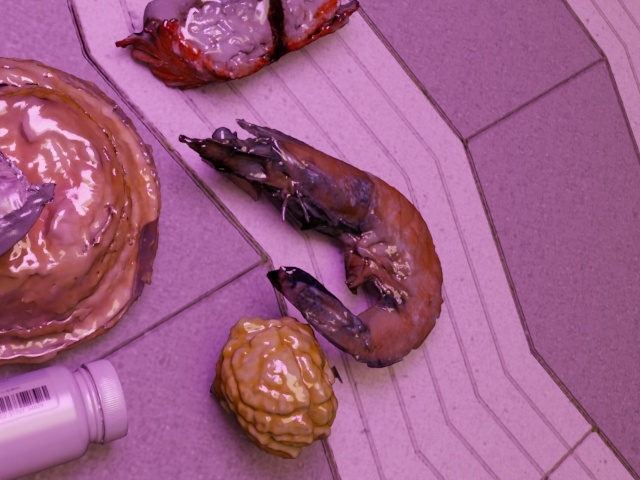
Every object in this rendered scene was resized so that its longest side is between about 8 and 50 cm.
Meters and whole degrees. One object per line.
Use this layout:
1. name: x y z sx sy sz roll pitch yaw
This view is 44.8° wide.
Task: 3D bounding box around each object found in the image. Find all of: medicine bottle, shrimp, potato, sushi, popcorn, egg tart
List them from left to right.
1. egg tart: -0.322 -0.043 0.819 0.352 0.150 0.351 5 77 -24
2. medicine bottle: -0.303 0.188 0.800 0.187 0.103 0.102 -13 86 -30
3. potato: -0.105 -0.095 1.008 0.093 0.036 0.037 38 67 -16
4. sushi: -0.095 -0.287 1.007 0.332 0.124 0.129 -34 107 -31
5. popcorn: -0.044 0.170 0.922 0.142 0.173 0.173 -44 102 -6
6. shrimp: 0.000 0.000 0.983 0.445 0.085 0.272 32 52 -31

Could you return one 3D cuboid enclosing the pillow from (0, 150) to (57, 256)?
1. pillow: -0.371 -0.079 0.701 0.169 0.059 0.255 -38 87 -14
